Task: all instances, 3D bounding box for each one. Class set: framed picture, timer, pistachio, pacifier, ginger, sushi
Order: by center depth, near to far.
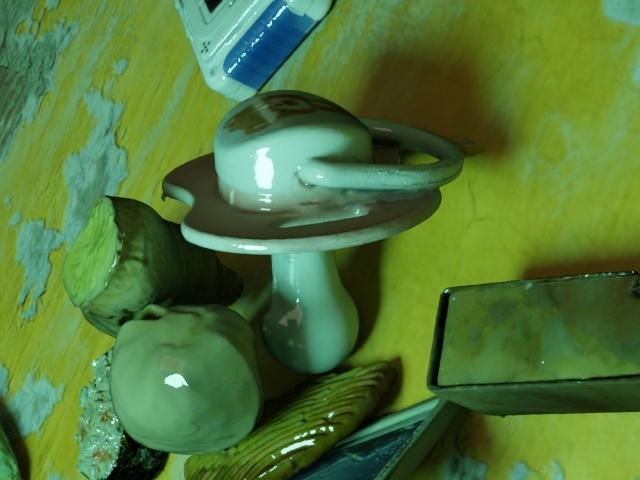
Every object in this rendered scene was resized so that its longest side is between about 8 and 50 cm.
[{"bbox_3d":[-0.046,0.242,1.401,0.335,0.022,0.247,-26,10,37],"label":"framed picture"},{"bbox_3d":[-0.129,0.130,1.476,0.126,0.152,0.223,-48,6,-32],"label":"pistachio"},{"bbox_3d":[-0.019,-0.026,1.478,0.273,0.220,0.332,-60,19,8],"label":"pacifier"},{"bbox_3d":[-0.180,0.035,1.586,0.190,0.354,0.126,7,82,5],"label":"ginger"},{"bbox_3d":[-0.208,0.187,1.687,0.090,0.078,0.150,-11,65,45],"label":"sushi"},{"bbox_3d":[-0.092,-0.294,1.800,0.178,0.078,0.253,-46,44,23],"label":"timer"}]

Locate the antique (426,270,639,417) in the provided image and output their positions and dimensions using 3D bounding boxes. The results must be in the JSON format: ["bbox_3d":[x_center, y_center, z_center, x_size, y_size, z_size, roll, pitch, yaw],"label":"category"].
[{"bbox_3d":[0.228,0.082,1.257,0.310,0.087,0.093,-8,65,46],"label":"antique"}]

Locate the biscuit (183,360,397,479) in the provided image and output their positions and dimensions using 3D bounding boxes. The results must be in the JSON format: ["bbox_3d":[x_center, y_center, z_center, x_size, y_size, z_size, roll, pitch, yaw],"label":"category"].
[{"bbox_3d":[-0.032,0.173,1.497,0.228,0.031,0.176,-36,17,3],"label":"biscuit"}]

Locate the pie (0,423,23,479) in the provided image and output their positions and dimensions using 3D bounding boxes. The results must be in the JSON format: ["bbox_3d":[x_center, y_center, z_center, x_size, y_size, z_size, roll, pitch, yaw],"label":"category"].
[{"bbox_3d":[-0.461,0.344,1.894,0.323,0.070,0.323,-21,58,39],"label":"pie"}]
